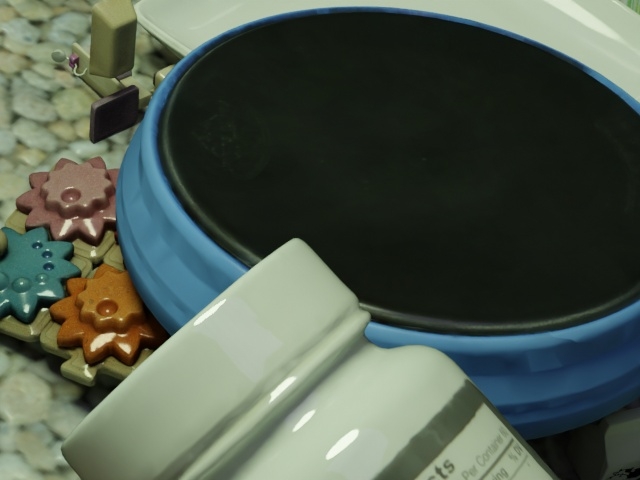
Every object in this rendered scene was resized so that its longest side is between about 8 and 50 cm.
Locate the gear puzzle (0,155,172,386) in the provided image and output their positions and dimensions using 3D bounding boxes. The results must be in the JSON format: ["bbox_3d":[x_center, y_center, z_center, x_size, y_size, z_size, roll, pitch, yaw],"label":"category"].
[{"bbox_3d":[-0.074,0.035,1.199,0.338,0.044,0.175,19,48,19],"label":"gear puzzle"}]

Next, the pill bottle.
[{"bbox_3d":[0.046,0.187,0.969,0.361,0.204,0.204,48,51,3],"label":"pill bottle"}]

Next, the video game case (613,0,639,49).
[{"bbox_3d":[0.355,-0.206,1.608,0.193,0.023,0.212,16,46,-1],"label":"video game case"}]

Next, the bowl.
[{"bbox_3d":[0.063,-0.030,1.207,0.391,0.077,0.391,7,38,-5],"label":"bowl"}]

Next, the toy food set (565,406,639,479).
[{"bbox_3d":[0.165,0.097,1.219,0.232,0.104,0.111,-10,52,-23],"label":"toy food set"}]

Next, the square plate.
[{"bbox_3d":[0.084,-0.144,1.452,0.344,0.049,0.347,37,48,17],"label":"square plate"}]

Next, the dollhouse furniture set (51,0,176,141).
[{"bbox_3d":[-0.153,-0.152,1.354,0.091,0.114,0.081,-29,57,-32],"label":"dollhouse furniture set"}]
